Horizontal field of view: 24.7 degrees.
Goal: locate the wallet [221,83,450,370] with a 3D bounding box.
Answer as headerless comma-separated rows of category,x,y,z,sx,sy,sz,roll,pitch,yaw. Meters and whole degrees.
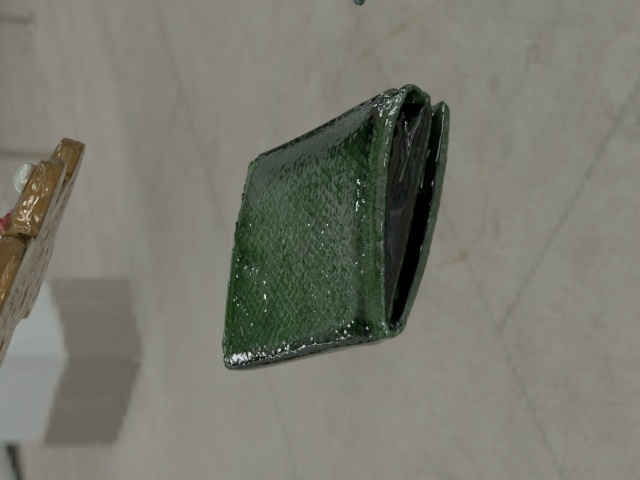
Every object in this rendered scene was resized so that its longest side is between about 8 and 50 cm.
wallet,0.002,0.001,0.953,0.236,0.055,0.160,-21,55,62

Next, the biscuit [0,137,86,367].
biscuit,-0.273,0.018,1.284,0.340,0.047,0.216,-86,16,-70

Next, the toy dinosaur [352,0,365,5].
toy dinosaur,0.176,-0.372,1.402,0.129,0.331,0.383,50,158,33
